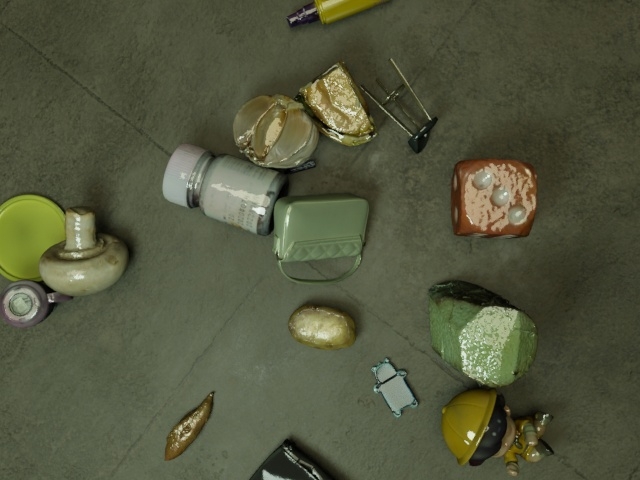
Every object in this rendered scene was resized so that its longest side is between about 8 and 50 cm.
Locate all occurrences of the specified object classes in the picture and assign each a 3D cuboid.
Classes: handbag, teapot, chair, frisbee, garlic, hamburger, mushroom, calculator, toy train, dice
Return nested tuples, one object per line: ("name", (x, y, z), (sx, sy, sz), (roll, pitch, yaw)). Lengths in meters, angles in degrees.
("handbag", (0.000, 0.000, 1.343), (0.256, 0.079, 0.219), (-4, 106, -31))
("teapot", (-0.709, 0.144, 1.406), (0.148, 0.146, 0.116), (-41, 92, -6))
("chair", (0.205, -0.325, 1.365), (0.222, 0.104, 0.095), (52, 132, -2))
("frisbee", (-0.767, -0.004, 1.477), (0.235, 0.017, 0.236), (0, 89, 4))
("garlic", (-0.104, -0.252, 1.371), (0.229, 0.143, 0.178), (33, 88, 22))
("hamburger", (0.049, -0.319, 1.387), (0.155, 0.135, 0.208), (-36, 100, 17))
("mushroom", (-0.570, 0.037, 1.366), (0.206, 0.206, 0.209), (34, 128, 4))
("handbag", (-0.076, 0.646, 1.381), (0.223, 0.080, 0.247), (39, 94, 11))
("calculator", (0.181, 0.365, 1.395), (0.094, 0.019, 0.141), (-31, 85, 2))
("toy train", (-0.053, -0.185, 1.429), (0.083, 0.017, 0.017), (-15, 86, 4))
("dice", (0.398, -0.093, 1.316), (0.173, 0.175, 0.179), (4, 92, 4))

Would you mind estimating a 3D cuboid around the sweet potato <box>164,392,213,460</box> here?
("sweet potato", (-0.332, 0.471, 1.412), (0.068, 0.060, 0.206), (44, 80, -29))

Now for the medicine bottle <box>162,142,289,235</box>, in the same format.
("medicine bottle", (-0.227, -0.126, 1.367), (0.273, 0.165, 0.165), (19, 90, 6))

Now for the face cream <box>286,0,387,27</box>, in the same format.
("face cream", (0.046, -0.595, 1.403), (0.273, 0.078, 0.078), (-20, 87, 3))

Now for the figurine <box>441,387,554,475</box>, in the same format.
("figurine", (0.402, 0.444, 1.308), (0.256, 0.167, 0.193), (22, 86, -19))

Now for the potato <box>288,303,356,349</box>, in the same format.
("potato", (0.004, 0.214, 1.381), (0.170, 0.080, 0.107), (5, 90, 9))

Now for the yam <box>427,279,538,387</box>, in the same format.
("yam", (0.364, 0.203, 1.264), (0.201, 0.271, 0.203), (-4, 94, 2))
